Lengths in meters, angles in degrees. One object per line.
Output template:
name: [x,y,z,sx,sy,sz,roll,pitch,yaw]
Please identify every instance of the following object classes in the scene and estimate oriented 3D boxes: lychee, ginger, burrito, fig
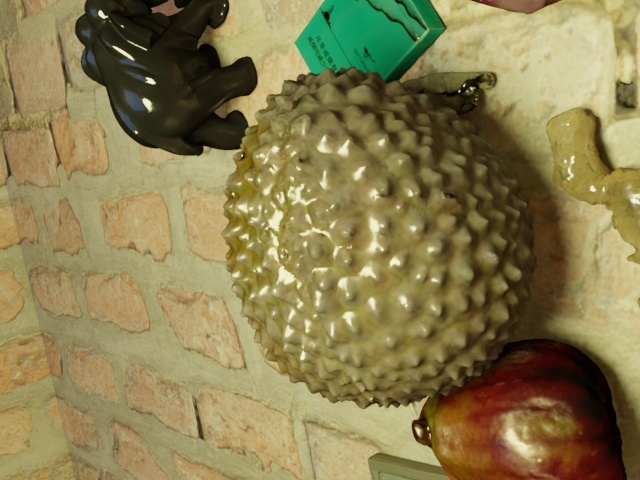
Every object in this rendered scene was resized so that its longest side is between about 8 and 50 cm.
lychee: [0.061,-0.001,0.913,0.380,0.380,0.432,10,148,48]
ginger: [0.348,-0.054,0.825,0.149,0.065,0.258,-41,66,36]
burrito: [0.125,-0.187,1.019,0.229,0.058,0.063,-3,83,36]
fig: [0.251,0.232,0.933,0.263,0.224,0.224,21,119,49]

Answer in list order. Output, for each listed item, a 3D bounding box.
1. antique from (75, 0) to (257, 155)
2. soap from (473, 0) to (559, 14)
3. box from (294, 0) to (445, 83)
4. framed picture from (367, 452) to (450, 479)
antique: [-0.263,-0.297,1.306,0.185,0.255,0.322,-28,80,53]
soap: [0.166,-0.350,0.807,0.325,0.220,0.127,35,138,36]
box: [0.061,-0.290,1.084,0.226,0.042,0.161,-43,72,49]
framed picture: [0.264,0.511,1.163,0.446,0.028,0.326,-7,99,51]
